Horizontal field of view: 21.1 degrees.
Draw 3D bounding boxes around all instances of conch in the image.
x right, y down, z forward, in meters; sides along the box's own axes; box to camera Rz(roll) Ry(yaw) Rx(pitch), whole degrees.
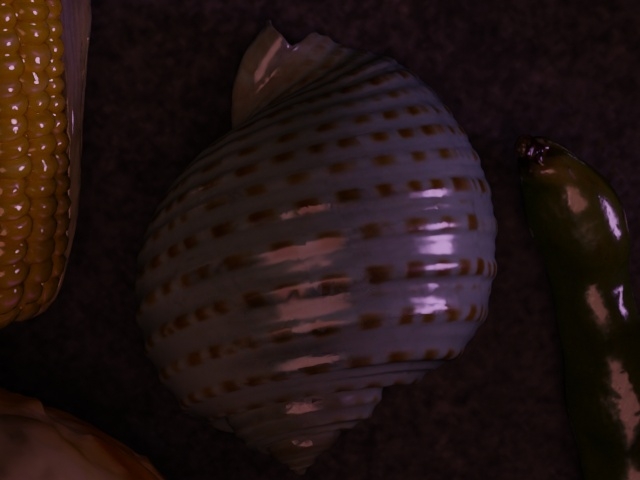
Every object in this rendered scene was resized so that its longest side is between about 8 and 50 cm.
[{"bbox_3d":[0.001,0.005,0.781,0.172,0.131,0.200,-1,104,-5],"label":"conch"}]

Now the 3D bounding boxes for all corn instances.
[{"bbox_3d":[-0.170,-0.108,0.751,0.123,0.122,0.305,4,101,10],"label":"corn"}]

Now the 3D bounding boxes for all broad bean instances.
[{"bbox_3d":[0.142,0.064,0.851,0.052,0.053,0.256,-6,106,35],"label":"broad bean"}]

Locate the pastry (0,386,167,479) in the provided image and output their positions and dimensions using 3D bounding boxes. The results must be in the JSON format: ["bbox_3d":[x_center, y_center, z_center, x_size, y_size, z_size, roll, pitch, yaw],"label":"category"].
[{"bbox_3d":[-0.175,0.232,0.716,0.388,0.312,0.389,8,109,26],"label":"pastry"}]
